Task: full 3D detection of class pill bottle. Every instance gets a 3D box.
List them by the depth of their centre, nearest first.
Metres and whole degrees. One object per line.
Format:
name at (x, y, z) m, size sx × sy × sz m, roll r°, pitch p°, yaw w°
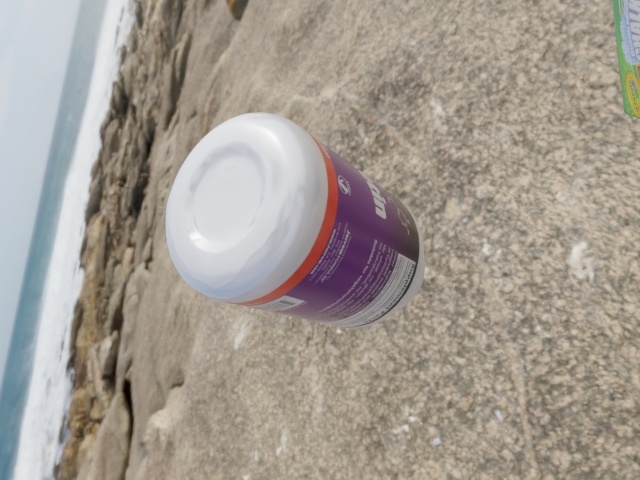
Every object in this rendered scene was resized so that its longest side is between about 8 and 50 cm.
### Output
pill bottle at (0.000, 0.000, 0.598) m, size 0.181 × 0.322 × 0.182 m, roll -10°, pitch 71°, yaw 31°

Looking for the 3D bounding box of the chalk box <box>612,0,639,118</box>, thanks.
chalk box at (0.341, -0.176, 0.445) m, size 0.213 × 0.131 × 0.133 m, roll -91°, pitch -20°, yaw -65°
